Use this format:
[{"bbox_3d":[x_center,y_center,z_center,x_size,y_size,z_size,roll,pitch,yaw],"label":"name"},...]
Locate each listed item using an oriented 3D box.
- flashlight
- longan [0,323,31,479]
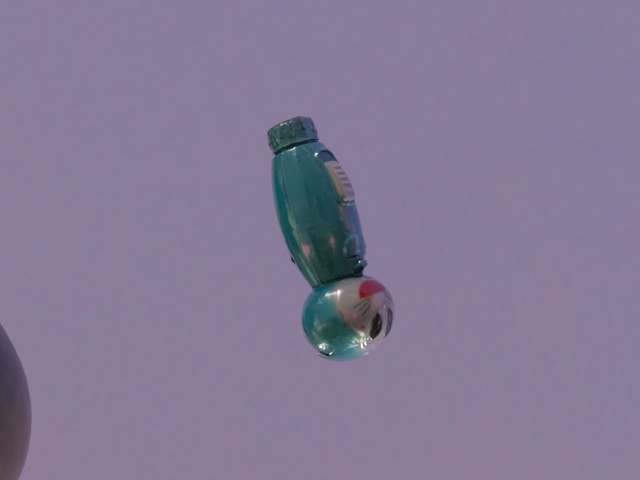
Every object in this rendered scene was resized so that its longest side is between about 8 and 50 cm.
[{"bbox_3d":[0.000,0.000,0.965,0.051,0.051,0.129,-23,-97,22],"label":"flashlight"},{"bbox_3d":[-0.297,0.123,1.319,0.198,0.212,0.198,-8,-62,-15],"label":"longan"}]
